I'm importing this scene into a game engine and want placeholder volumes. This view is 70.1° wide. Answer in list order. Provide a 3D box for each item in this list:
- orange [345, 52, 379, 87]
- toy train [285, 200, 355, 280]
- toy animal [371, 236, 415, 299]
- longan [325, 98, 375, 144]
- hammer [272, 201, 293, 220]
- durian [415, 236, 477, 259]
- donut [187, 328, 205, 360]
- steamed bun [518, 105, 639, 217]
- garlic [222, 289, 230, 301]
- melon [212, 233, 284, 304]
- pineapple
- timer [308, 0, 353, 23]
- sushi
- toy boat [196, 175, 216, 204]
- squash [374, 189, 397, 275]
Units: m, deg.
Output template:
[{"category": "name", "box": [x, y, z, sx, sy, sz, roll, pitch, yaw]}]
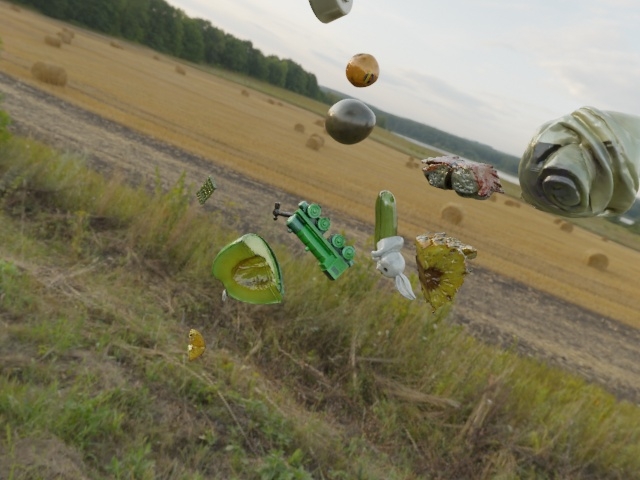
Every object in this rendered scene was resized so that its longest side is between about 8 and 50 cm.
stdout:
[{"category": "orange", "box": [0.099, -0.403, 1.081, 0.083, 0.084, 0.083, 18, 16, -5]}, {"category": "toy train", "box": [0.000, 0.000, 1.379, 0.251, 0.119, 0.085, 48, -17, -10]}, {"category": "toy animal", "box": [0.249, 0.109, 1.574, 0.130, 0.221, 0.104, -7, -19, -10]}, {"category": "longan", "box": [0.117, -0.431, 1.652, 0.204, 0.159, 0.184, -25, 32, -34]}, {"category": "hammer", "box": [-0.085, -0.086, 1.529, 0.178, 0.065, 0.021, 11, 11, 27]}, {"category": "durian", "box": [0.369, 0.022, 1.308, 0.140, 0.079, 0.224, 18, -16, -25]}, {"category": "donut", "box": [-0.358, 0.288, 1.280, 0.067, 0.083, 0.038, -26, 31, -2]}, {"category": "steamed bun", "box": [0.739, -0.197, 1.330, 0.237, 0.394, 0.347, -23, 75, -38]}, {"category": "garlic", "box": [-0.282, 0.144, 1.549, 0.127, 0.131, 0.194, -16, 6, 21]}, {"category": "melon", "box": [-0.237, 0.085, 1.458, 0.169, 0.265, 0.129, -18, 34, 18]}, {"category": "pineapple", "box": [0.322, 0.070, 1.171, 0.135, 0.233, 0.080, -20, 37, -9]}, {"category": "timer", "box": [0.111, -0.702, 1.221, 0.265, 0.176, 0.175, 0, 5, 28]}, {"category": "sushi", "box": [0.512, -0.233, 1.679, 0.124, 0.130, 0.332, -20, 27, -29]}, {"category": "toy boat", "box": [-0.448, -0.196, 1.785, 0.016, 0.115, 0.063, -2, 59, -48]}, {"category": "squash", "box": [0.241, -0.027, 1.698, 0.094, 0.342, 0.094, -3, 22, 1]}]
